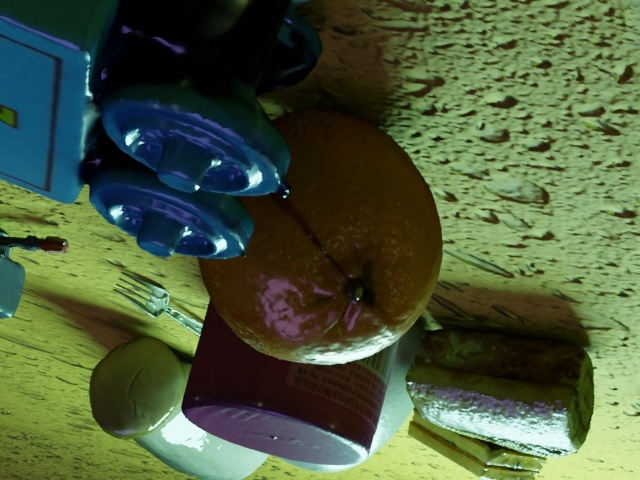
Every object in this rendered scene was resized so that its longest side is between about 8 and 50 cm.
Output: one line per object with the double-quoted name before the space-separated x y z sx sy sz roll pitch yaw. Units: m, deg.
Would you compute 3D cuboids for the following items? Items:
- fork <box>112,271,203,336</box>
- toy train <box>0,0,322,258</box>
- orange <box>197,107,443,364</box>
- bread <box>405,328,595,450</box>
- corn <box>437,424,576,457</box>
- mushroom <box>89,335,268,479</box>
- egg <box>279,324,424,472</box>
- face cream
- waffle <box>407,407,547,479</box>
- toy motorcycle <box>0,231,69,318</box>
"fork" -0.154 0.092 1.664 0.028 0.034 0.219 9 161 38
"toy train" -0.131 -0.120 0.874 0.265 0.188 0.300 21 163 -5
"orange" 0.000 0.000 1.078 0.193 0.193 0.161 23 -179 -23
"bread" 0.184 0.146 1.474 0.172 0.103 0.132 6 155 21
"corn" 0.206 0.199 1.657 0.203 0.072 0.072 19 160 -15
"mushroom" -0.167 0.235 1.921 0.154 0.137 0.407 21 170 20
"egg" 0.004 0.158 1.545 0.206 0.162 0.271 16 161 -3
"face cream" -0.018 0.086 1.317 0.175 0.195 0.175 14 159 5
"waffle" 0.183 0.241 1.734 0.102 0.042 0.148 14 -173 -39
"toy motorcycle" -0.400 0.005 1.446 0.221 0.148 0.326 7 163 25
